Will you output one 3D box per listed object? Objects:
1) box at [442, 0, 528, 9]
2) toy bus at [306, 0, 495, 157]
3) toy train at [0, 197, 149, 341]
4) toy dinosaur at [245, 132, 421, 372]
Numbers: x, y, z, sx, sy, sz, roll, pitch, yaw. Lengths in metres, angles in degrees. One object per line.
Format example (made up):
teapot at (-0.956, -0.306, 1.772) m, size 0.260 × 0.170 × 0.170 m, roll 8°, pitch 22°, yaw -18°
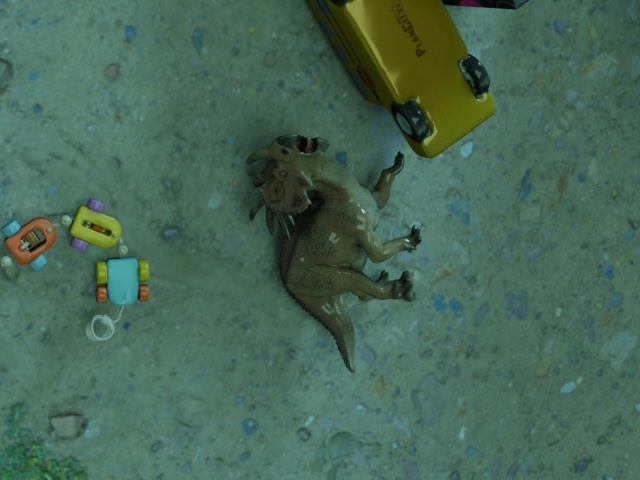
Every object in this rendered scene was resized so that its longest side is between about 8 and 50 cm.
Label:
box at (0.180, -0.353, 1.264) m, size 0.163 × 0.247 × 0.142 m, roll -36°, pitch 113°, yaw -11°
toy bus at (0.062, -0.256, 1.304) m, size 0.108 × 0.130 × 0.333 m, roll -37°, pitch 113°, yaw -11°
toy train at (-0.264, 0.023, 1.288) m, size 0.125 × 0.046 × 0.166 m, roll -41°, pitch 110°, yaw -7°
toy dinosaur at (0.000, 0.000, 1.350) m, size 0.200 × 0.127 × 0.296 m, roll 1°, pitch 114°, yaw -14°
